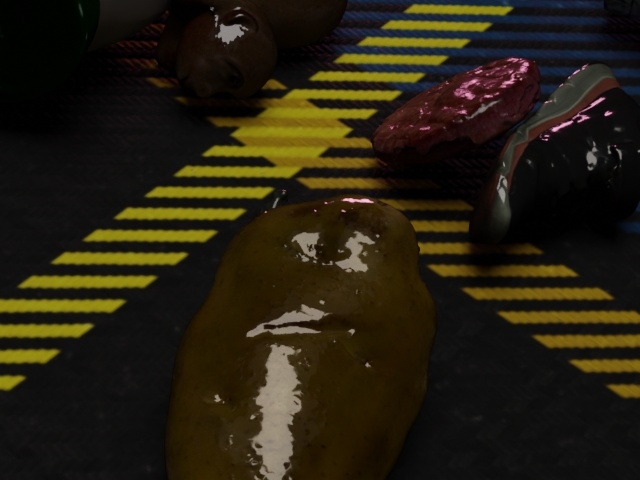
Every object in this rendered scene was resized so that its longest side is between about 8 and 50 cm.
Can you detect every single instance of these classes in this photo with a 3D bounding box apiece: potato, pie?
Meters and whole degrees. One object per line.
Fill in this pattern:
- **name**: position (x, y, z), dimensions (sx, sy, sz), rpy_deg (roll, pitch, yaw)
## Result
- **potato**: position (-0.020, 0.123, 1.359), dimensions (0.195, 0.176, 0.369), rpy_deg (39, 51, -26)
- **pie**: position (0.137, -0.129, 1.610), dimensions (0.182, 0.049, 0.182), rpy_deg (-24, 16, 8)

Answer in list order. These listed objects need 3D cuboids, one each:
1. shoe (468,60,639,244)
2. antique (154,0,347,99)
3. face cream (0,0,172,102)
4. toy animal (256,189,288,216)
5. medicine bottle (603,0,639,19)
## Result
- **shoe**: position (0.251, -0.064, 1.595), dimensions (0.137, 0.114, 0.291), rpy_deg (35, 49, 16)
- **antique**: position (-0.070, -0.238, 1.707), dimensions (0.143, 0.121, 0.257), rpy_deg (32, 43, 9)
- **face cream**: position (-0.289, -0.320, 1.669), dimensions (0.313, 0.219, 0.357), rpy_deg (19, 40, -1)
- **toy animal**: position (0.000, 0.000, 1.539), dimensions (0.136, 0.047, 0.065), rpy_deg (16, 52, 5)
- **medicine bottle**: position (0.464, -0.254, 1.775), dimensions (0.293, 0.141, 0.141), rpy_deg (21, 48, 13)
